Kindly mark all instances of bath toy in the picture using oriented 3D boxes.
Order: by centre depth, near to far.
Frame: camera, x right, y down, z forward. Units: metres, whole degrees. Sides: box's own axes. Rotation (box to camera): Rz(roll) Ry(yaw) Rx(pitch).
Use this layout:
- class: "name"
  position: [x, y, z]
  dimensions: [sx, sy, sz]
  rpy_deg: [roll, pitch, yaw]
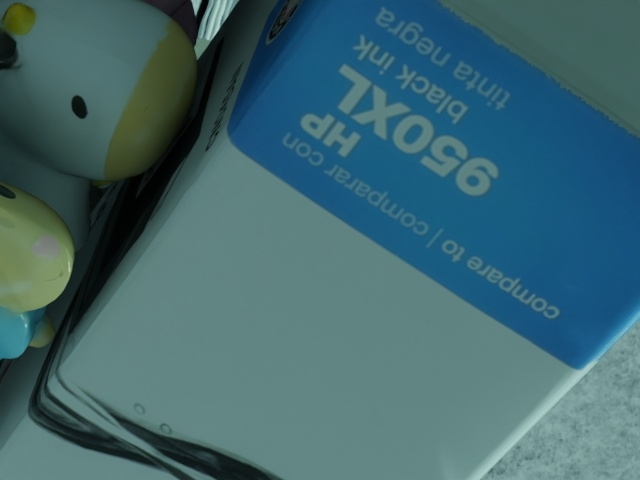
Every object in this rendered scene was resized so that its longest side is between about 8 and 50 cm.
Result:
- class: "bath toy"
  position: [-0.104, -0.108, 0.797]
  dimensions: [0.129, 0.151, 0.348]
  rpy_deg: [61, 32, -33]

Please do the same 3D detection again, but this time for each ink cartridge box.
- class: "ink cartridge box"
  position: [0.000, 0.000, 0.817]
  dimensions: [0.395, 0.166, 0.285]
  rpy_deg: [-51, -168, 33]

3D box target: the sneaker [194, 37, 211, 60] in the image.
- class: "sneaker"
  position: [-0.123, -0.090, 1.510]
  dimensions: [0.084, 0.058, 0.152]
  rpy_deg: [97, 14, -54]

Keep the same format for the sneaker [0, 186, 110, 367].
- class: "sneaker"
  position: [-0.151, 0.073, 1.048]
  dimensions: [0.125, 0.139, 0.341]
  rpy_deg: [-47, -140, 46]

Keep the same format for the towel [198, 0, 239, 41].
- class: "towel"
  position: [-0.101, -0.187, 1.834]
  dimensions: [0.285, 0.034, 0.209]
  rpy_deg: [114, -8, -82]
